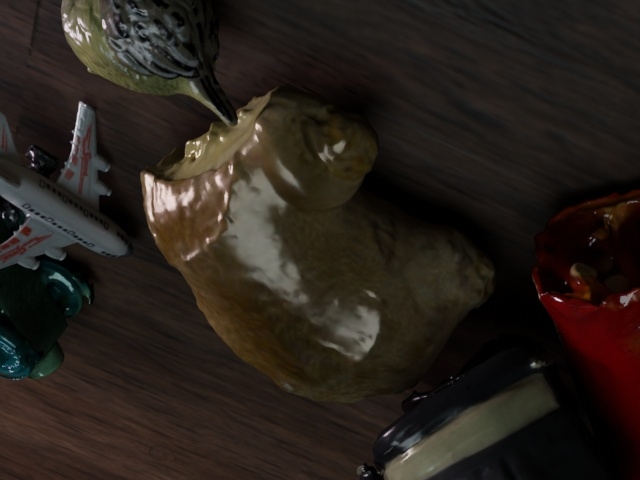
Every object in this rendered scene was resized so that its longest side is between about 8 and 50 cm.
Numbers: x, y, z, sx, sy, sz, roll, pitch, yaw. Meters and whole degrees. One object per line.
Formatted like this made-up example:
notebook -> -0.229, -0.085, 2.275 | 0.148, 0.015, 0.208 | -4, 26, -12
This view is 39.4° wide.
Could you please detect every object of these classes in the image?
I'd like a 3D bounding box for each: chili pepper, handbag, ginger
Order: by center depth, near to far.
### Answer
ginger -> 0.000, 0.000, 0.651 | 0.276, 0.130, 0.221 | 17, 125, -6
chili pepper -> 0.265, 0.119, 0.671 | 0.135, 0.131, 0.338 | -28, 118, 3
handbag -> 0.127, 0.191, 0.684 | 0.181, 0.181, 0.254 | -29, 160, -3

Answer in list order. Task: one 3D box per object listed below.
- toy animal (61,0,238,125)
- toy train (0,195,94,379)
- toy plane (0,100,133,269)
toy animal -> -0.098, -0.138, 0.573 | 0.137, 0.098, 0.098 | 30, 134, 8
toy train -> -0.312, 0.035, 0.787 | 0.163, 0.112, 0.203 | -1, 128, 25
toy plane -> -0.213, -0.029, 0.712 | 0.065, 0.162, 0.171 | 34, 176, 35
